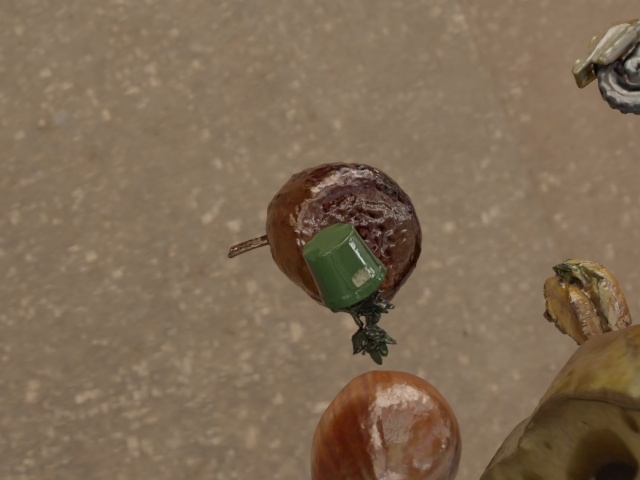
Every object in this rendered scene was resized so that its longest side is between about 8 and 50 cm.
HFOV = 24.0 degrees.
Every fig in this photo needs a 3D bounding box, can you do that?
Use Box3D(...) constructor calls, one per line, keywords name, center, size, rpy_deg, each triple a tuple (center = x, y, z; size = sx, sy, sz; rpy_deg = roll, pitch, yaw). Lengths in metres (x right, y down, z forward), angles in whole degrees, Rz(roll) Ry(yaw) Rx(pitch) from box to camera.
Box3D(name="fig", center=(0.000, 0.000, 1.419), size=(0.134, 0.201, 0.146), rpy_deg=(-42, 103, -24))

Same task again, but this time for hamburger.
Box3D(name="hamburger", center=(0.339, 0.063, 1.911), size=(0.087, 0.176, 0.102), rpy_deg=(-14, 109, -8))

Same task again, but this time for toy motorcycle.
Box3D(name="toy motorcycle", center=(0.302, -0.217, 1.342), size=(0.229, 0.130, 0.094), rpy_deg=(-54, 151, -10))

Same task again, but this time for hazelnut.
Box3D(name="hazelnut", center=(0.080, 0.264, 1.815), size=(0.176, 0.214, 0.214), rpy_deg=(16, 67, -16))

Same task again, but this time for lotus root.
Box3D(name="lotus root", center=(0.293, 0.236, 1.192), size=(0.111, 0.375, 0.390), rpy_deg=(-48, 133, -39))

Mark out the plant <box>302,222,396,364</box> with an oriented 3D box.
Box3D(name="plant", center=(0.028, 0.039, 1.049), size=(0.051, 0.051, 0.102), rpy_deg=(-49, 121, -38))
